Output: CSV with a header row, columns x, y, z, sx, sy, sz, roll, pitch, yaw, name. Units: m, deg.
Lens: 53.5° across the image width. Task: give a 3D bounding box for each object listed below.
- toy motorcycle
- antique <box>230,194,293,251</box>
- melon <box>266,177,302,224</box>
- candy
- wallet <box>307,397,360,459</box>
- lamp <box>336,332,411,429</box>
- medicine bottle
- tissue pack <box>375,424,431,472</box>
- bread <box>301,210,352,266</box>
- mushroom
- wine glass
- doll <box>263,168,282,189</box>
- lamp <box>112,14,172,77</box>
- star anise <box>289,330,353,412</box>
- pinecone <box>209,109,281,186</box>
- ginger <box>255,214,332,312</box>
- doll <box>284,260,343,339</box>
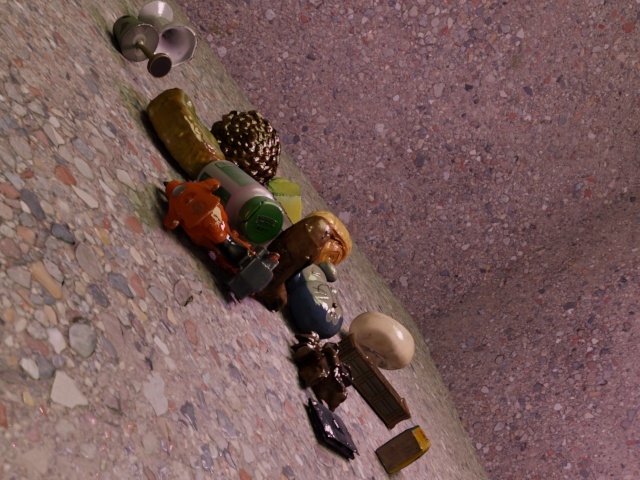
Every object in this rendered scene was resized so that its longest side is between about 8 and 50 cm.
x,y,z,sx,sy,sz,roll,pitch,yaw,name
-0.220,-0.011,1.374,0.326,0.148,0.221,48,-12,-13,toy motorcycle
-0.158,-0.030,1.718,0.147,0.148,0.152,58,10,19,antique
-0.107,-0.024,1.990,0.196,0.124,0.324,-78,165,-66,melon
-0.351,-0.279,1.687,0.260,0.118,0.260,56,6,-10,candy
0.027,0.431,1.451,0.166,0.030,0.111,49,6,-47,wallet
0.155,0.433,1.941,0.325,0.089,0.090,54,8,-22,lamp
-0.197,-0.094,1.553,0.274,0.133,0.133,37,-9,49,medicine bottle
0.234,0.575,1.752,0.082,0.120,0.169,57,8,20,tissue pack
0.002,-0.002,2.315,0.236,0.198,0.120,49,6,-34,bread
0.200,0.359,2.155,0.246,0.202,0.246,24,-29,14,mushroom
-0.533,-0.713,2.178,0.196,0.165,0.165,52,6,30,wine glass
-0.183,-0.215,2.429,0.149,0.095,0.192,52,7,-37,doll
-0.502,-0.551,1.802,0.215,0.121,0.121,46,3,27,lamp
0.014,0.316,1.581,0.214,0.099,0.220,36,20,-40,star anise
-0.227,-0.260,1.934,0.257,0.243,0.244,82,-17,-57,pinecone
-0.089,0.056,1.525,0.133,0.309,0.107,-3,56,-43,ginger
-0.022,0.154,1.778,0.228,0.154,0.258,38,18,-42,doll
